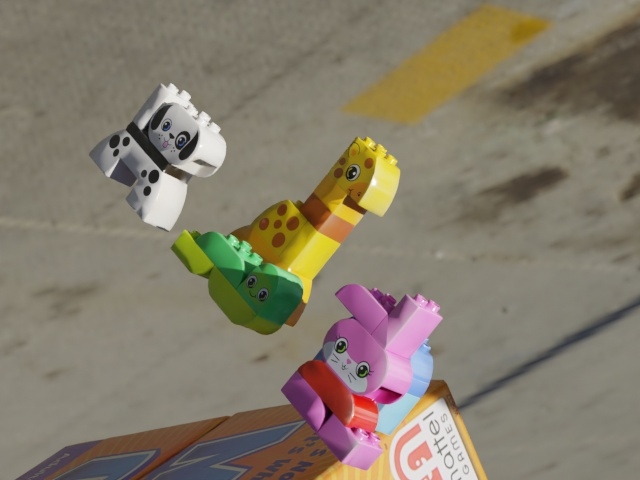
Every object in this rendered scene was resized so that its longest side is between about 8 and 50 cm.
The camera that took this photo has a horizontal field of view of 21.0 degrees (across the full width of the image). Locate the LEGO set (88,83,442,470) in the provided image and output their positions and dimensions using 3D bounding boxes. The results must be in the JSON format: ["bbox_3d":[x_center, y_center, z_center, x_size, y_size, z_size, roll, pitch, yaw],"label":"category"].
[{"bbox_3d":[0.000,0.000,0.786,0.093,0.227,0.087,-51,142,10],"label":"LEGO set"}]

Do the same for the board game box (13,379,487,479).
[{"bbox_3d":[-0.090,0.332,0.967,0.356,0.356,0.356,-15,-168,43],"label":"board game box"}]
